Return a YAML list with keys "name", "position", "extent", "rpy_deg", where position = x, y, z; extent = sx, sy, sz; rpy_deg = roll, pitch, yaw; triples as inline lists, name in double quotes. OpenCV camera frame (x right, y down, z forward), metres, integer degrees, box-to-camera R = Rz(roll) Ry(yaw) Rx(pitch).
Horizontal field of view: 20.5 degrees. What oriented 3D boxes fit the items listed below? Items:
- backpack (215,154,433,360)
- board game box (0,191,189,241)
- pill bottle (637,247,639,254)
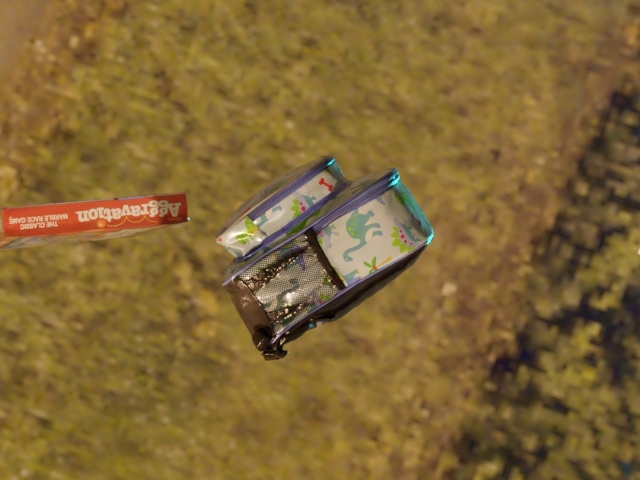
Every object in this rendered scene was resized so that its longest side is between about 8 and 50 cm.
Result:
- name: "backpack"
  position: [0.000, 0.000, 0.977]
  extent: [0.114, 0.084, 0.105]
  rpy_deg: [-30, -176, 3]
- name: "board game box"
  position: [-0.208, -0.014, 1.502]
  extent: [0.281, 0.145, 0.027]
  rpy_deg: [170, -87, -76]
- name: "pill bottle"
  position: [0.277, 0.020, 1.198]
  extent: [0.065, 0.116, 0.065]
  rpy_deg: [-54, 170, -14]
